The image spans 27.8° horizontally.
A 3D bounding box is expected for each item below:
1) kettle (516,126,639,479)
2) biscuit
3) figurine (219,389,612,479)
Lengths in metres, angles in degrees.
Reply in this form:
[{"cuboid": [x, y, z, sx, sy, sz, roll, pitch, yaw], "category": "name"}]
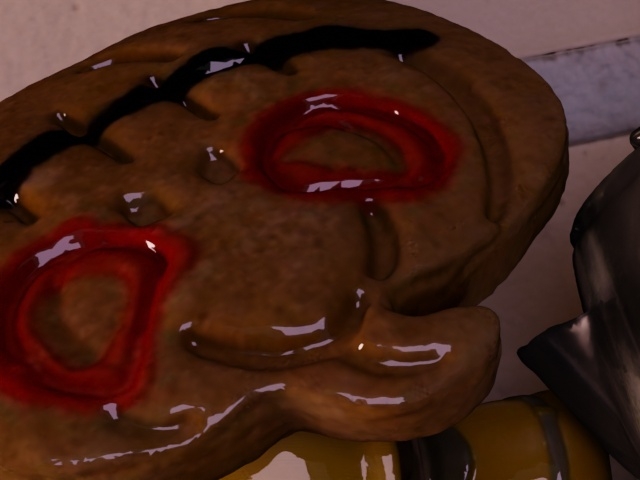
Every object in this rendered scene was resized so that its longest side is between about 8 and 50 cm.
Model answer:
[{"cuboid": [0.277, 0.042, 0.569, 0.321, 0.228, 0.324, -38, 73, 12], "category": "kettle"}, {"cuboid": [-0.049, -0.009, 0.605, 0.367, 0.063, 0.314, -32, 44, -25], "category": "biscuit"}, {"cuboid": [0.017, 0.118, 0.635, 0.257, 0.167, 0.192, -3, 65, -12], "category": "figurine"}]
